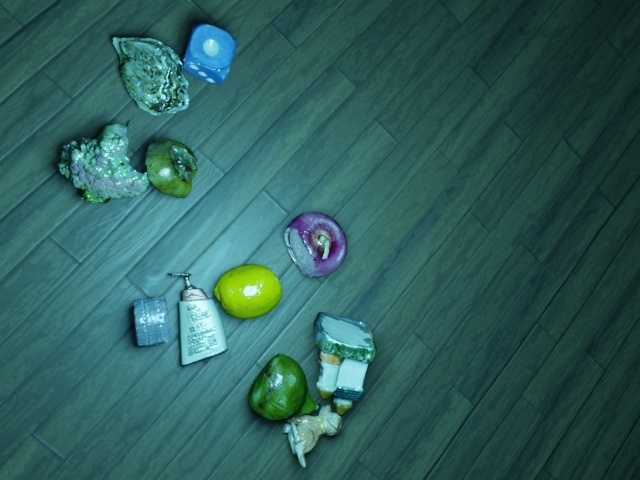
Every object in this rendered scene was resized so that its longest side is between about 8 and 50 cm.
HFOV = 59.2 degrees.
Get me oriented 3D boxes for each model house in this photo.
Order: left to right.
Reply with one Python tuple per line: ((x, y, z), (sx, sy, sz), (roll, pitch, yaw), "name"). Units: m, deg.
((0.052, 0.409, 1.782), (0.190, 0.271, 0.301), (9, 99, -5), "model house")

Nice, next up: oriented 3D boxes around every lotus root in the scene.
((-0.429, -0.225, 1.702), (0.077, 0.203, 0.183), (-10, 84, 27), "lotus root")

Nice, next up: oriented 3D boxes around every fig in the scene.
((-0.095, 0.481, 1.737), (0.235, 0.203, 0.203), (37, 76, -10), "fig")

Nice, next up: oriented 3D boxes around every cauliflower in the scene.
((-0.626, -0.251, 1.658), (0.256, 0.239, 0.316), (0, 65, 14), "cauliflower")

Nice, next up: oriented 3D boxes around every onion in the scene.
((-0.005, 0.006, 1.827), (0.200, 0.201, 0.207), (-41, 66, -16), "onion")

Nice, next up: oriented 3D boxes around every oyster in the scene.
((-0.520, -0.521, 1.751), (0.198, 0.112, 0.268), (-18, 99, 4), "oyster")

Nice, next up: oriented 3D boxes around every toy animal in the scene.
((-0.004, 0.618, 1.777), (0.185, 0.184, 0.104), (0, 127, -25), "toy animal")

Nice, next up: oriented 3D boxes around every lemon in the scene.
((-0.223, 0.158, 1.747), (0.207, 0.170, 0.170), (-13, 89, -16), "lemon")

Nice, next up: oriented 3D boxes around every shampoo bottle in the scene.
((-0.389, 0.228, 1.740), (0.153, 0.071, 0.284), (-15, 88, -15), "shampoo bottle")

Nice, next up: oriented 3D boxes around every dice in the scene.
((-0.349, -0.588, 1.778), (0.146, 0.146, 0.143), (18, 83, -16), "dice")

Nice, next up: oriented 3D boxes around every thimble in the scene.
((-0.498, 0.239, 1.665), (0.097, 0.150, 0.150), (-7, 87, -18), "thimble")
